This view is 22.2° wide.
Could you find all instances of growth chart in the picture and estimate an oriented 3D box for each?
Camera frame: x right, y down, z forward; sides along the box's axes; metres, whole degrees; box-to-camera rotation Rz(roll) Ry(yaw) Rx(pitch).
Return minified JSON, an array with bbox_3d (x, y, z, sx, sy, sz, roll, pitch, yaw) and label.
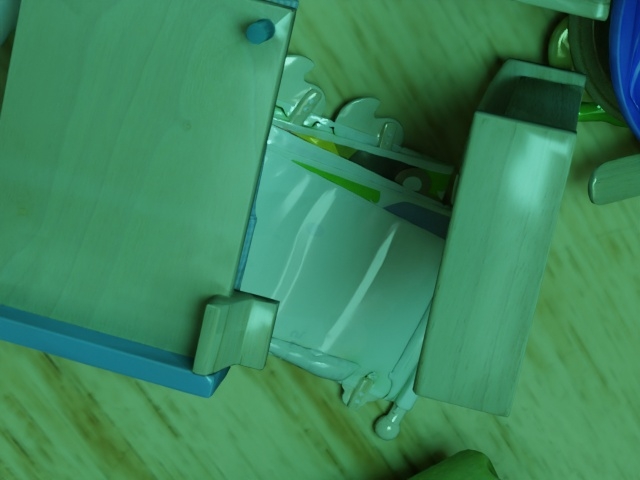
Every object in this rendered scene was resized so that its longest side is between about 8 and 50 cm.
[{"bbox_3d":[0.000,0.000,0.933,0.237,0.021,0.172,31,100,-24],"label":"growth chart"}]

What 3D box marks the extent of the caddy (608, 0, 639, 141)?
[{"bbox_3d":[0.307,-0.147,0.864,0.341,0.179,0.241,-22,130,-26],"label":"caddy"}]

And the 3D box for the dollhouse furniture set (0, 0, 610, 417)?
[{"bbox_3d":[-0.019,-0.084,0.828,0.303,0.198,0.286,13,105,6],"label":"dollhouse furniture set"}]

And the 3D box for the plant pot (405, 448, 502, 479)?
[{"bbox_3d":[0.038,0.261,0.937,0.254,0.276,0.276,-33,117,-13],"label":"plant pot"}]

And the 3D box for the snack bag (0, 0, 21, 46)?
[{"bbox_3d":[-0.192,-0.207,0.643,0.342,0.037,0.323,9,138,-47],"label":"snack bag"}]

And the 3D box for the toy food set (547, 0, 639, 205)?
[{"bbox_3d":[0.189,-0.125,0.932,0.132,0.038,0.192,-12,105,-18],"label":"toy food set"}]
